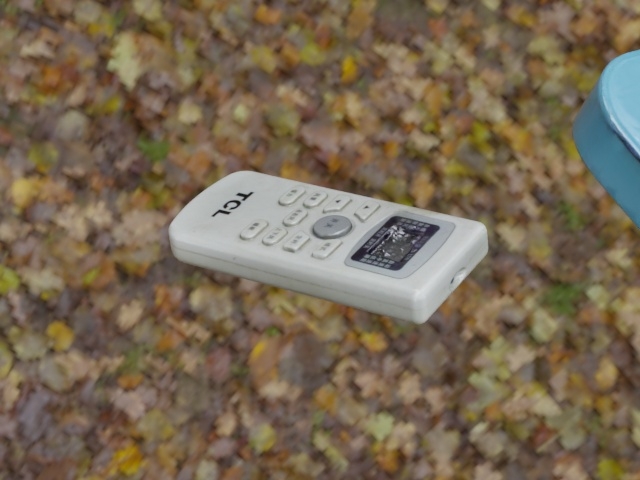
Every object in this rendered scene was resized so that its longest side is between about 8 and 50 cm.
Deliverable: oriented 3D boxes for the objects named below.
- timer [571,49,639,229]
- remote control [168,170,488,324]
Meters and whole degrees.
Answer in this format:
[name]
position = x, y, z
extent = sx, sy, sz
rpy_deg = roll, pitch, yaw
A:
[timer]
position = 0.238, 0.010, 0.662
extent = 0.250, 0.091, 0.232
rpy_deg = -14, 59, -39
[remote control]
position = 0.000, 0.000, 0.945
extent = 0.190, 0.029, 0.087
rpy_deg = 14, 38, 31
